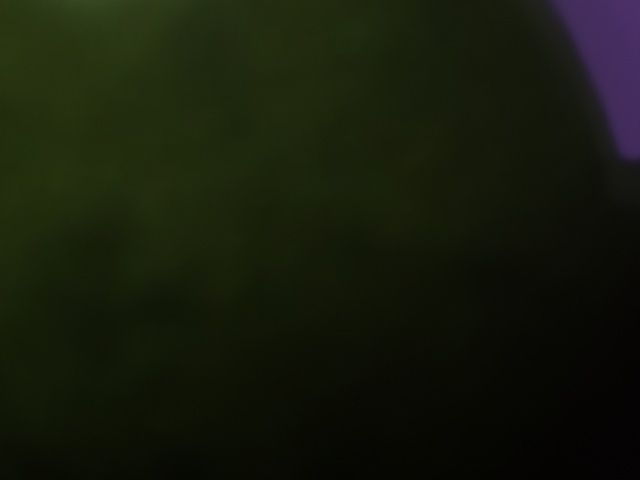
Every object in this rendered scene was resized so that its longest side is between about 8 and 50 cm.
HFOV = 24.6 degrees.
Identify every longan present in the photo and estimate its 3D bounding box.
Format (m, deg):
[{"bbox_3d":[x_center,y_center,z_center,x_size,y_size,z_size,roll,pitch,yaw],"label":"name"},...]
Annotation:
[{"bbox_3d":[0.000,0.000,0.513,0.404,0.336,0.404,32,-24,16],"label":"longan"}]
